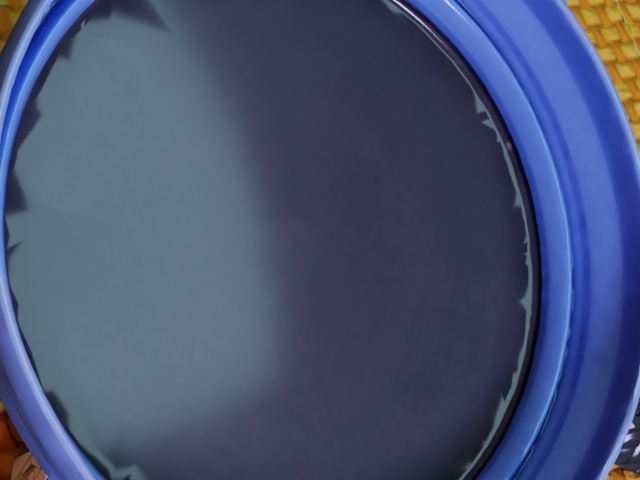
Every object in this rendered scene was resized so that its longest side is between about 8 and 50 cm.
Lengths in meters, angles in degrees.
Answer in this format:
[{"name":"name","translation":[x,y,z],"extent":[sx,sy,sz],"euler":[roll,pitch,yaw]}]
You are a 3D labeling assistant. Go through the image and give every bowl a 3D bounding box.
[{"name":"bowl","translation":[0.000,0.000,0.979],"extent":[0.391,0.077,0.391],"euler":[7,77,-31]}]

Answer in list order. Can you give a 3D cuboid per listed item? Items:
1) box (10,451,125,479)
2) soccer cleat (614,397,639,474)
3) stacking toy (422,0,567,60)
[{"name":"box","translation":[-0.067,0.189,0.965],"extent":[0.207,0.036,0.114],"euler":[28,51,-31]},{"name":"soccer cleat","translation":[0.189,0.093,1.237],"extent":[0.179,0.072,0.060],"euler":[40,46,-21]},{"name":"stacking toy","translation":[-0.019,-0.121,1.123],"extent":[0.301,0.165,0.175],"euler":[-7,82,-31]}]
